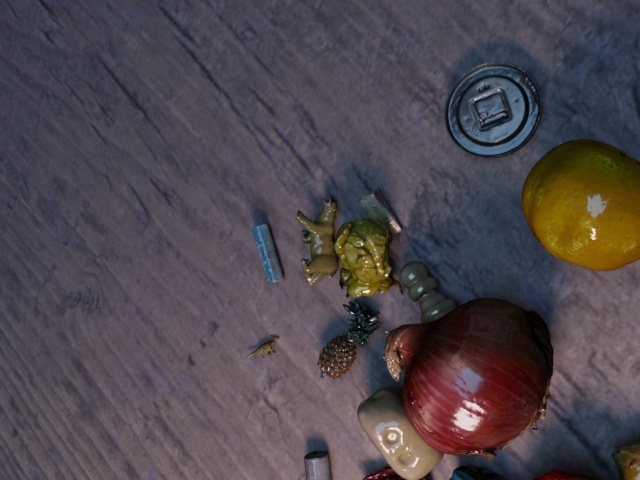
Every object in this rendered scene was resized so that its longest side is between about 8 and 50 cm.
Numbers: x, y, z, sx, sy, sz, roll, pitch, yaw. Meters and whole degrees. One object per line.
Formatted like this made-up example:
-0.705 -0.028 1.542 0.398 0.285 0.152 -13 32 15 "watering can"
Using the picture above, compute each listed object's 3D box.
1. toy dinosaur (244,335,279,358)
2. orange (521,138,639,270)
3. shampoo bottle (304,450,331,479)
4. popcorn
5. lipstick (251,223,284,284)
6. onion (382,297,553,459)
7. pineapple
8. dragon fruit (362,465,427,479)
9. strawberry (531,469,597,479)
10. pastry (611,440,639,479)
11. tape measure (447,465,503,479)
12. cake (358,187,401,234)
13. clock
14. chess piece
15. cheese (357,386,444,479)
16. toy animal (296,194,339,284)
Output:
-0.152 0.298 1.645 0.113 0.026 0.041 -38 67 11 "toy dinosaur"
0.533 -0.065 1.192 0.279 0.279 0.235 35 117 21 "orange"
0.000 0.648 1.550 0.072 0.072 0.214 -8 86 25 "shampoo bottle"
0.110 0.045 1.452 0.173 0.168 0.195 -6 99 -11 "popcorn"
-0.140 0.037 1.631 0.048 0.048 0.158 -21 81 24 "lipstick"
0.325 0.280 1.256 0.353 0.353 0.354 0 89 25 "onion"
0.060 0.251 1.515 0.103 0.083 0.221 38 103 20 "pineapple"
0.186 0.613 1.464 0.161 0.120 0.127 19 142 49 "dragon fruit"
0.490 0.581 1.217 0.257 0.257 0.277 15 110 25 "strawberry"
0.710 0.492 1.189 0.235 0.121 0.257 -12 82 21 "pastry"
0.347 0.549 1.350 0.125 0.146 0.081 13 93 41 "tape measure"
0.146 -0.063 1.495 0.052 0.065 0.121 -33 83 24 "cake"
0.389 -0.292 1.387 0.214 0.042 0.215 0 90 26 "clock"
0.246 0.125 1.427 0.094 0.094 0.170 -39 71 20 "chess piece"
0.180 0.430 1.403 0.117 0.235 0.218 -41 33 3 "cheese"
0.000 0.000 1.552 0.101 0.103 0.219 -6 85 6 "toy animal"
